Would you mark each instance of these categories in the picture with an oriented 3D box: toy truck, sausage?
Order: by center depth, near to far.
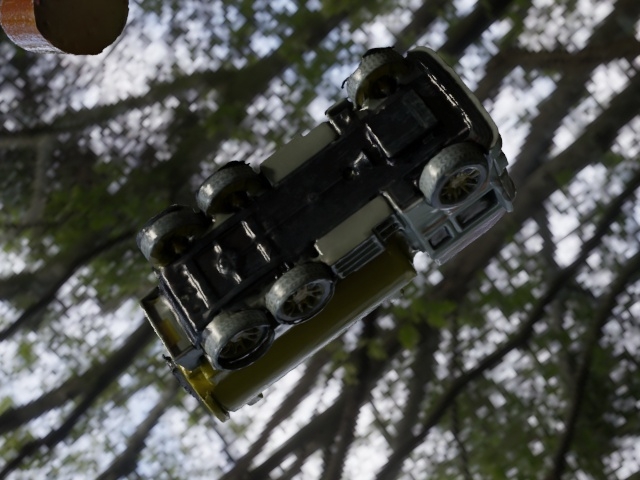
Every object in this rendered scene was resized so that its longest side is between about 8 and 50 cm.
[{"bbox_3d":[0.000,0.000,0.867,0.098,0.227,0.114,55,-177,31],"label":"toy truck"},{"bbox_3d":[-0.204,-0.178,1.194,0.071,0.071,0.234,33,176,-21],"label":"sausage"}]
